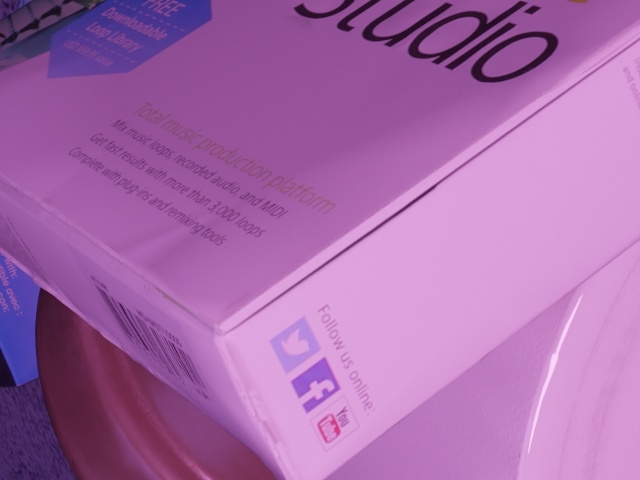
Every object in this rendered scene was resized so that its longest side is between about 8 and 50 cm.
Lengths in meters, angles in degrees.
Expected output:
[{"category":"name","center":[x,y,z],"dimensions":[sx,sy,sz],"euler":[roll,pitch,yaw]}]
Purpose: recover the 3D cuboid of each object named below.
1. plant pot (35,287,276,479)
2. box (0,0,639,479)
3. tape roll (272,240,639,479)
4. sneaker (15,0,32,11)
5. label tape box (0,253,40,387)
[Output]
[{"category":"plant pot","center":[0.034,0.008,0.826],"dimensions":[0.263,0.263,0.229],"euler":[57,137,19]},{"category":"box","center":[0.051,-0.081,0.550],"dimensions":[0.232,0.322,0.058],"euler":[29,148,54]},{"category":"tape roll","center":[0.116,0.033,0.625],"dimensions":[0.169,0.246,0.246],"euler":[27,136,54]},{"category":"sneaker","center":[-0.100,-0.205,1.022],"dimensions":[0.366,0.135,0.150],"euler":[-44,64,56]},{"category":"label tape box","center":[-0.274,-0.003,1.589],"dimensions":[0.240,0.106,0.334],"euler":[67,157,-4]}]
